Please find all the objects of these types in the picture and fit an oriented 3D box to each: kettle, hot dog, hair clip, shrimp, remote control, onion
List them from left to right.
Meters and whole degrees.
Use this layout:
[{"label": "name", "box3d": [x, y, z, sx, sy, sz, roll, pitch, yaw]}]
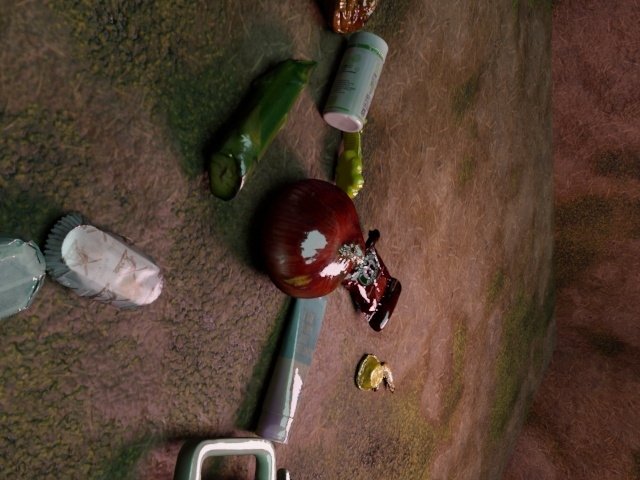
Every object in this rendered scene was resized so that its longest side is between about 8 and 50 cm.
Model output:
[{"label": "remote control", "box3d": [-0.414, 0.065, 0.583, 0.247, 0.052, 0.104, -31, 124, -49]}, {"label": "hot dog", "box3d": [-0.287, 0.037, 0.749, 0.192, 0.053, 0.099, 41, 67, -54]}, {"label": "kettle", "box3d": [-0.133, 0.502, 0.951, 0.318, 0.205, 0.265, 28, 89, -51]}, {"label": "onion", "box3d": [-0.010, -0.004, 1.045, 0.248, 0.161, 0.248, 28, 55, -50]}, {"label": "hot dog", "box3d": [0.050, -0.505, 1.032, 0.160, 0.099, 0.227, -43, 134, -39]}, {"label": "hair clip", "box3d": [0.067, -0.175, 1.163, 0.046, 0.072, 0.173, 10, 87, -44]}, {"label": "shrimp", "box3d": [0.173, 0.391, 1.503, 0.083, 0.023, 0.114, -42, 125, -37]}]

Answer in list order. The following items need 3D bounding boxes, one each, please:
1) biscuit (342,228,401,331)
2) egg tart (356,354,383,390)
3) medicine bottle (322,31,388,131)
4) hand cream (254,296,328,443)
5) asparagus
[{"label": "biscuit", "box3d": [0.120, 0.092, 1.313, 0.151, 0.063, 0.235, -57, 136, -29]}, {"label": "egg tart", "box3d": [0.131, 0.345, 1.419, 0.105, 0.039, 0.105, -20, 116, -48]}, {"label": "medicine bottle", "box3d": [0.071, -0.320, 1.117, 0.086, 0.086, 0.183, 34, 71, -52]}, {"label": "hand cream", "box3d": [-0.050, 0.248, 1.122, 0.111, 0.070, 0.312, 34, 68, -48]}, {"label": "asparagus", "box3d": [-0.091, -0.216, 0.928, 0.085, 0.082, 0.343, 53, 56, -42]}]
